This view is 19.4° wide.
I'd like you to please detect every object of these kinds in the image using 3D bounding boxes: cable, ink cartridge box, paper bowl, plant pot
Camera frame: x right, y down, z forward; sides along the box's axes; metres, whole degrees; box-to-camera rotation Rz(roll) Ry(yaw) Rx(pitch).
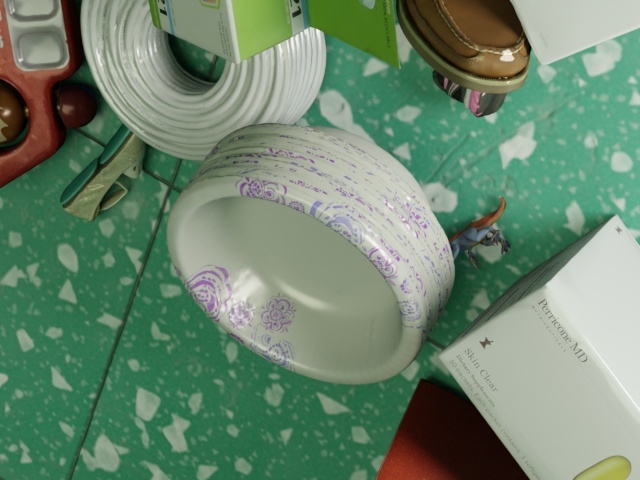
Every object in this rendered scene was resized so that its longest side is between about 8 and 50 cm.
[{"bbox_3d":[-0.123,-0.209,1.923,0.257,0.089,0.257,0,109,29],"label":"cable"},{"bbox_3d":[-0.053,-0.255,1.685,0.255,0.097,0.188,30,138,42],"label":"ink cartridge box"},{"bbox_3d":[0.000,0.000,1.875,0.284,0.148,0.284,19,142,16],"label":"paper bowl"},{"bbox_3d":[0.155,0.343,1.910,0.236,0.267,0.267,18,118,9],"label":"plant pot"}]

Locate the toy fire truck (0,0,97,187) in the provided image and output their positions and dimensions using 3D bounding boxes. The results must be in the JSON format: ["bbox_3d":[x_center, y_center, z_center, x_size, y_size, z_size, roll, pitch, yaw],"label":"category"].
[{"bbox_3d":[-0.378,-0.194,2.039,0.254,0.169,0.302,-4,110,10],"label":"toy fire truck"}]

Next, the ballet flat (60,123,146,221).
[{"bbox_3d":[-0.225,-0.079,2.064,0.052,0.057,0.168,32,130,-19],"label":"ballet flat"}]

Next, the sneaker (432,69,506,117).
[{"bbox_3d":[0.146,-0.210,1.792,0.077,0.072,0.178,27,115,28],"label":"sneaker"}]

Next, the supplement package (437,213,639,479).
[{"bbox_3d":[0.276,0.143,1.781,0.145,0.204,0.262,-38,89,34],"label":"supplement package"}]

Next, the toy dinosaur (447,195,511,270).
[{"bbox_3d":[0.151,0.000,1.904,0.082,0.047,0.090,7,80,36],"label":"toy dinosaur"}]

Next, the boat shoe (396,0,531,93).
[{"bbox_3d":[0.123,-0.258,1.652,0.111,0.307,0.104,1,134,-16],"label":"boat shoe"}]

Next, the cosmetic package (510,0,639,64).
[{"bbox_3d":[0.291,-0.274,1.590,0.224,0.225,0.138,-20,103,33],"label":"cosmetic package"}]
